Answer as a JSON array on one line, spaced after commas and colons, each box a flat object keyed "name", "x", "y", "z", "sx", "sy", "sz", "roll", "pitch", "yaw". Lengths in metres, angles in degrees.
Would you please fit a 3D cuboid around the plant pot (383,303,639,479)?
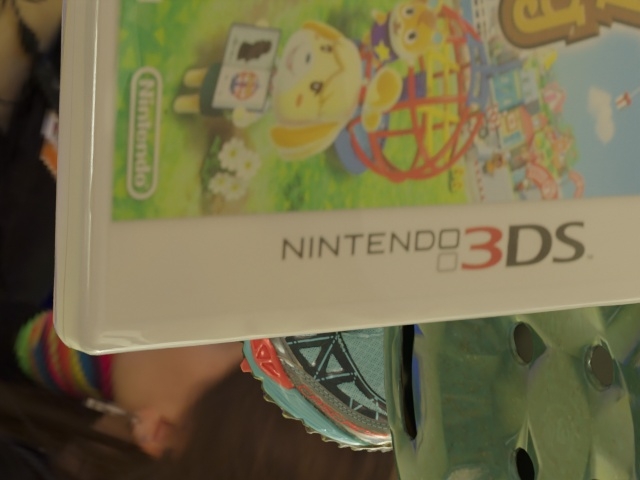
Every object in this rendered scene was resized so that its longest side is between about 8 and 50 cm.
[{"name": "plant pot", "x": 0.229, "y": 0.054, "z": 0.650, "sx": 0.334, "sy": 0.341, "sz": 0.341, "roll": -5, "pitch": 109, "yaw": -26}]

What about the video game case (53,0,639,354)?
[{"name": "video game case", "x": 0.033, "y": -0.084, "z": 0.367, "sx": 0.193, "sy": 0.023, "sz": 0.212, "roll": -3, "pitch": 104, "yaw": -31}]

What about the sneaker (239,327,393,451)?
[{"name": "sneaker", "x": 0.000, "y": 0.000, "z": 0.905, "sx": 0.104, "sy": 0.125, "sz": 0.262, "roll": -25, "pitch": 86, "yaw": -51}]
